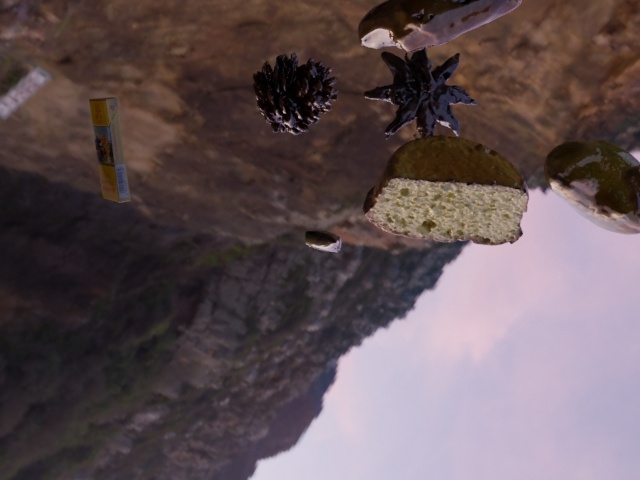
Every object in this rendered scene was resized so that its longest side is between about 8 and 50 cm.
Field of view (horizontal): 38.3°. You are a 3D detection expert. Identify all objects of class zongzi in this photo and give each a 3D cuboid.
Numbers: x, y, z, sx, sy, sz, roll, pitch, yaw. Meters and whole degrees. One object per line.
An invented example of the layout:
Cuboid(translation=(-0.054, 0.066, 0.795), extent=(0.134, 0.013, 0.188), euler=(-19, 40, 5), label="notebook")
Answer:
Cuboid(translation=(0.000, 0.000, 1.817), extent=(0.083, 0.076, 0.040), euler=(2, 100, -81), label="zongzi")

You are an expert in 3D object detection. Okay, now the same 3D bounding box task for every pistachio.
Cuboid(translation=(0.416, -0.080, 1.363), extent=(0.100, 0.189, 0.110), euler=(-59, 178, -27), label="pistachio")

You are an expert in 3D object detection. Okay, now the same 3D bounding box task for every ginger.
Cuboid(translation=(0.205, -0.374, 1.408), extent=(0.309, 0.107, 0.133), euler=(-30, -117, 3), label="ginger")

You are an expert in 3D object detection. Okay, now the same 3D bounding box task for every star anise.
Cuboid(translation=(0.235, -0.327, 2.030), extent=(0.271, 0.272, 0.102), euler=(-60, -169, -10), label="star anise")

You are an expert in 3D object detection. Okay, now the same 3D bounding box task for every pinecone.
Cuboid(translation=(-0.046, -0.283, 1.765), extent=(0.173, 0.174, 0.173), euler=(-47, -159, 25), label="pinecone")

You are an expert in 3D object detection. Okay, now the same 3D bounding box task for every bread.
Cuboid(translation=(0.260, -0.116, 1.911), extent=(0.194, 0.340, 0.178), euler=(100, -6, -49), label="bread")

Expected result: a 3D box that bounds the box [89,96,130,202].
Cuboid(translation=(-0.319, -0.138, 1.392), extent=(0.087, 0.023, 0.155), euler=(16, -66, 62), label="box")
